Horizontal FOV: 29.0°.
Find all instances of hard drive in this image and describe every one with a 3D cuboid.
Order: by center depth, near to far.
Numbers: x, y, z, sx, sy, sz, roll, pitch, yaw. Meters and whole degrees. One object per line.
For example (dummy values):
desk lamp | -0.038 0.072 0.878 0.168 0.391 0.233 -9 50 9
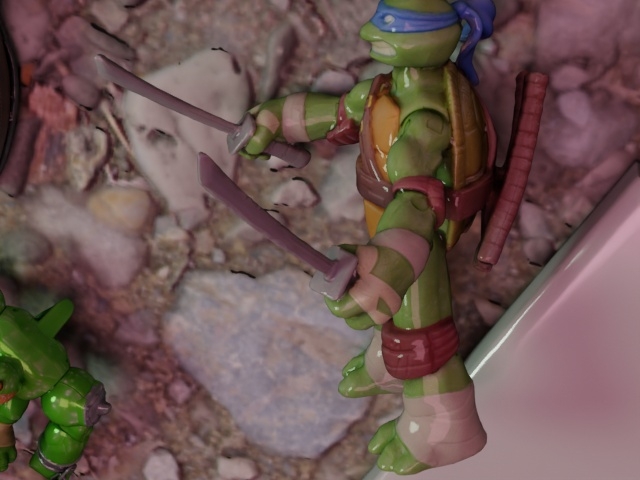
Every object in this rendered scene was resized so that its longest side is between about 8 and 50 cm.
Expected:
hard drive | 0.188 0.149 0.818 0.233 0.047 0.353 35 116 -4

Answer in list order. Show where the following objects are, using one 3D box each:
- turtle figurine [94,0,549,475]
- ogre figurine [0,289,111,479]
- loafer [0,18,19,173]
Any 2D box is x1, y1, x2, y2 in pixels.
turtle figurine | 0.000 0.000 0.716 0.198 0.275 0.266 16 126 43
ogre figurine | -0.226 0.086 0.858 0.118 0.097 0.197 -32 88 41
loafer | -0.245 -0.143 0.762 0.096 0.084 0.267 10 115 9
